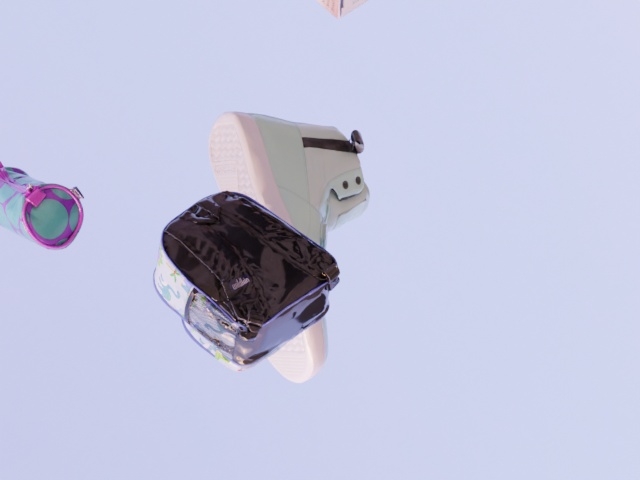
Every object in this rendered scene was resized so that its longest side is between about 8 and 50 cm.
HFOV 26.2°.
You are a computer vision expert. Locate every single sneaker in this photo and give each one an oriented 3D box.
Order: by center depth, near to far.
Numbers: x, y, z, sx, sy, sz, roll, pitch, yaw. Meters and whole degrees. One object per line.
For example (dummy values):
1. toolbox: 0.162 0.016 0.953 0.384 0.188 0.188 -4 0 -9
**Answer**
1. sneaker: 0.000 -0.001 1.255 0.151 0.094 0.255 -2 -110 -36

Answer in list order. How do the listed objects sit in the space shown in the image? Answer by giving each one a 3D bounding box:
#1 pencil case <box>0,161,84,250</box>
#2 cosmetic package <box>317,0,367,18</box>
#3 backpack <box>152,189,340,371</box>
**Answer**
1. pencil case: -0.287 -0.035 1.362 0.064 0.152 0.070 -35 -66 -21
2. cosmetic package: -0.022 -0.494 2.079 0.129 0.153 0.296 -36 -116 -22
3. backpack: -0.060 0.030 0.976 0.114 0.084 0.105 40 -130 20
